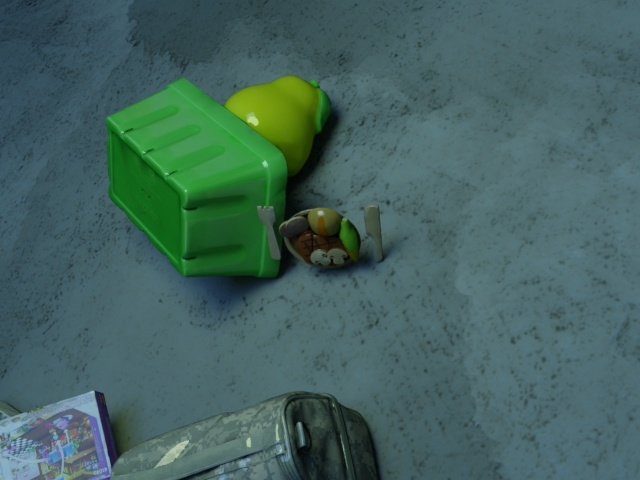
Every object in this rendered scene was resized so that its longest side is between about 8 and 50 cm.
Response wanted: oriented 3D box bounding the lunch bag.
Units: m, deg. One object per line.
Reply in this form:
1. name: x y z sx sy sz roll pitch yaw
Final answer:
1. lunch bag: -0.103 0.326 1.110 0.305 0.256 0.212 -23 54 19

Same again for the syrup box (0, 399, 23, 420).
1. syrup box: -0.561 0.358 1.472 0.237 0.096 0.093 18 76 34

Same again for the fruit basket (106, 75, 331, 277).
1. fruit basket: -0.149 -0.136 1.449 0.392 0.283 0.392 5 33 -3

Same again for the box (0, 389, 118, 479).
1. box: -0.475 0.384 1.333 0.293 0.057 0.201 -17 74 -1

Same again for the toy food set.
1. toy food set: 0.000 0.000 1.290 0.192 0.132 0.038 0 41 13
